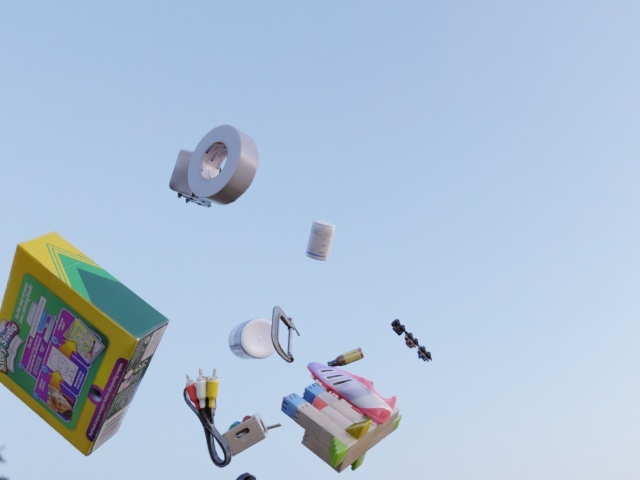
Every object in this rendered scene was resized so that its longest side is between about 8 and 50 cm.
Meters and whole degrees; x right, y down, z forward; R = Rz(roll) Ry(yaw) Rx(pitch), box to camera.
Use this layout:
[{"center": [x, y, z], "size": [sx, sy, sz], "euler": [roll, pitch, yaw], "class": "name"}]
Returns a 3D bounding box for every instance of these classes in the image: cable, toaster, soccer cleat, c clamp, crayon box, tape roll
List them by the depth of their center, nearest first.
[{"center": [-0.517, 0.217, 1.147], "size": [0.313, 0.106, 0.363], "euler": [36, -63, 10], "class": "crayon box"}, {"center": [-0.079, 0.225, 1.303], "size": [0.022, 0.161, 0.137], "euler": [-20, -61, 14], "class": "c clamp"}, {"center": [0.079, 0.376, 1.424], "size": [0.248, 0.095, 0.083], "euler": [33, -13, 18], "class": "soccer cleat"}, {"center": [-0.276, -0.213, 1.560], "size": [0.219, 0.219, 0.072], "euler": [-27, -31, 29], "class": "tape roll"}, {"center": [-0.343, 0.523, 1.623], "size": [0.139, 0.287, 0.072], "euler": [-14, -14, 19], "class": "cable"}, {"center": [-0.423, -0.218, 1.896], "size": [0.110, 0.186, 0.168], "euler": [15, -6, 9], "class": "toaster"}]

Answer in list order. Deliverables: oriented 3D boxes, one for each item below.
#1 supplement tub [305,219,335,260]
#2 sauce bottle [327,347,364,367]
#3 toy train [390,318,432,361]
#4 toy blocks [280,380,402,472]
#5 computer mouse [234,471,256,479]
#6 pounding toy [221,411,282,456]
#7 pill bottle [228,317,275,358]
[{"center": [0.000, 0.000, 1.599], "size": [0.071, 0.107, 0.071], "euler": [13, 8, -2], "class": "supplement tub"}, {"center": [0.085, 0.407, 1.899], "size": [0.128, 0.042, 0.042], "euler": [-19, -35, 0], "class": "sauce bottle"}, {"center": [0.259, 0.289, 1.575], "size": [0.036, 0.158, 0.027], "euler": [-44, -1, 8], "class": "toy train"}, {"center": [0.052, 0.526, 1.674], "size": [0.381, 0.261, 0.191], "euler": [-10, -58, -52], "class": "toy blocks"}, {"center": [-0.177, 0.716, 1.330], "size": [0.184, 0.262, 0.060], "euler": [-17, -14, -40], "class": "computer mouse"}, {"center": [-0.232, 0.647, 1.922], "size": [0.181, 0.094, 0.206], "euler": [-28, -10, -5], "class": "pounding toy"}, {"center": [-0.233, 0.332, 1.850], "size": [0.130, 0.130, 0.245], "euler": [9, -15, -19], "class": "pill bottle"}]
